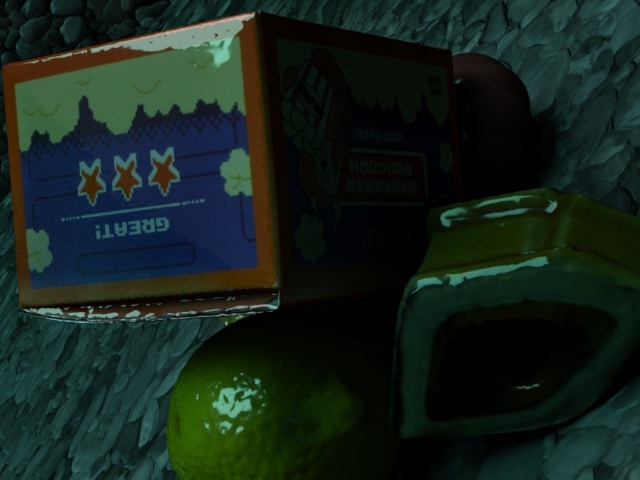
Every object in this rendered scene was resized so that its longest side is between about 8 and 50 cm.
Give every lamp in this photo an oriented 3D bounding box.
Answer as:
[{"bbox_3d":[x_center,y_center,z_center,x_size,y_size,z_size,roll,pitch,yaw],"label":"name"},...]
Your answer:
[{"bbox_3d":[0.162,-0.112,1.523,0.182,0.140,0.182,-42,41,51],"label":"lamp"}]

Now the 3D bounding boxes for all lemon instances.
[{"bbox_3d":[-0.033,0.178,1.377,0.253,0.228,0.228,-52,16,55],"label":"lemon"}]

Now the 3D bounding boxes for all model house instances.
[{"bbox_3d":[0.189,0.037,1.257,0.268,0.173,0.239,-8,29,21],"label":"model house"}]

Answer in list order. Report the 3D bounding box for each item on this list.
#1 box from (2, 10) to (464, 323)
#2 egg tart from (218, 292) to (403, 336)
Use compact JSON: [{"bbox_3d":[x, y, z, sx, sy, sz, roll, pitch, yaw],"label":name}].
[{"bbox_3d":[-0.075,-0.058,1.378,0.318,0.349,0.257,-4,89,33],"label":"box"},{"bbox_3d":[0.000,0.000,1.648,0.297,0.132,0.297,-8,70,23],"label":"egg tart"}]
